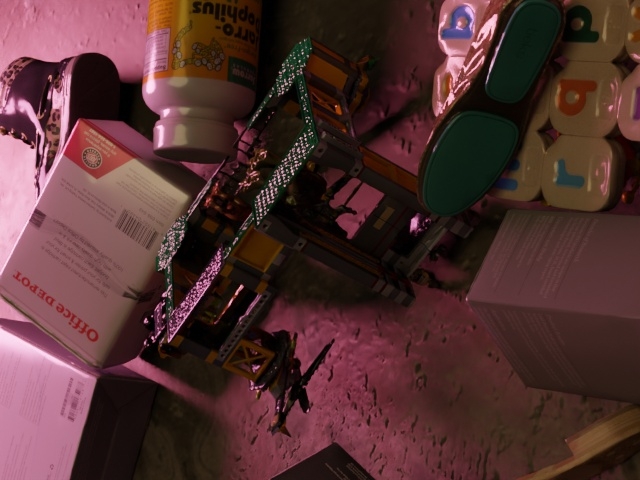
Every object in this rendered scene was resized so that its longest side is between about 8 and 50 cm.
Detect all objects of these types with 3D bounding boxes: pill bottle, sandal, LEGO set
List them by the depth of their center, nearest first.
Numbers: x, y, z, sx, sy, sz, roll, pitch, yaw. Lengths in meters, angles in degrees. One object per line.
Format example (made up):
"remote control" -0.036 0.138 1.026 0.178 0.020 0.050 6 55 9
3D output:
"sandal" 0.179 0.224 1.059 0.240 0.088 0.079 -38 60 22
"LEGO set" 0.000 0.000 1.234 0.331 0.192 0.255 -56 22 14
"pill bottle" -0.122 -0.189 1.376 0.117 0.117 0.208 -3 79 41

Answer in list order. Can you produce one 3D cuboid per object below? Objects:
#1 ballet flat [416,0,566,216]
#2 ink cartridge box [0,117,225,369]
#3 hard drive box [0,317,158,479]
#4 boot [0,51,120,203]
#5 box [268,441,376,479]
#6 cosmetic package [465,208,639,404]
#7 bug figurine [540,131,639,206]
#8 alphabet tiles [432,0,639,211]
"ballet flat" 0.133 -0.114 1.061 0.067 0.073 0.206 -97 30 -59
"ink cartridge box" -0.224 0.003 1.415 0.158 0.092 0.218 35 105 16
"hard drive box" -0.305 0.203 1.479 0.232 0.089 0.181 20 95 41
"boot" -0.316 -0.104 1.558 0.178 0.085 0.236 13 95 48
"box" 0.078 0.342 1.049 0.307 0.076 0.242 39 143 38
"cosmetic package" 0.244 0.054 0.990 0.238 0.127 0.107 3 53 38
"bug figurine" 0.207 -0.170 1.117 0.216 0.072 0.279 19 99 48
"alphabet tiles" 0.192 -0.168 1.043 0.278 0.021 0.284 12 98 52
